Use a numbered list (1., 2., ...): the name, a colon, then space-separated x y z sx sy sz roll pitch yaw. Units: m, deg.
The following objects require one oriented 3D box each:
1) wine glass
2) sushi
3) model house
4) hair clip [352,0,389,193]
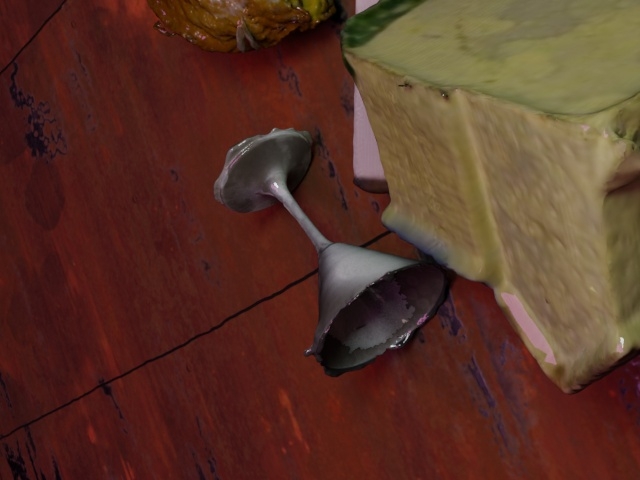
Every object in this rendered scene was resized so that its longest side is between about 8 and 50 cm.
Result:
1. wine glass: 0.000 0.000 0.958 0.232 0.156 0.156 52 128 30
2. sushi: -0.106 -0.311 0.993 0.296 0.167 0.179 55 152 30
3. model house: 0.198 -0.062 0.729 0.321 0.261 0.266 34 146 53
4. hair clip: 0.078 -0.208 0.873 0.085 0.101 0.330 7 101 47
